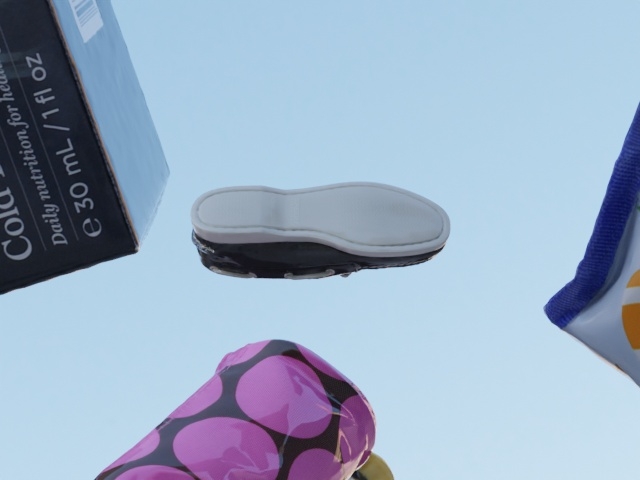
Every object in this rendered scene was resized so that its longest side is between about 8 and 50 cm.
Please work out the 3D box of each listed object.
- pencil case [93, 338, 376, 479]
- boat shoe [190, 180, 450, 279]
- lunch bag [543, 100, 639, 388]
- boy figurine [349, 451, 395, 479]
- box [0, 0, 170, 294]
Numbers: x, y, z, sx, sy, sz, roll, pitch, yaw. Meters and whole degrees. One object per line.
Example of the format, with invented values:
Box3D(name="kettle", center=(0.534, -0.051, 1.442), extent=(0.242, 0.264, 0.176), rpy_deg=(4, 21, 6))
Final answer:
Box3D(name="pencil case", center=(-0.061, 0.127, 0.898), extent=(0.209, 0.098, 0.095), rpy_deg=(-39, -16, -49))
Box3D(name="boat shoe", center=(0.000, 0.000, 0.887), extent=(0.125, 0.046, 0.038), rpy_deg=(0, -44, 4))
Box3D(name="lunch bag", center=(0.365, 0.030, 0.933), extent=(0.385, 0.328, 0.239), rpy_deg=(-19, -38, -39))
Box3D(name="boy figurine", center=(-0.007, 0.255, 1.229), extent=(0.177, 0.285, 0.092), rpy_deg=(41, -53, -14))
Box3D(name="box", center=(-0.434, -0.170, 1.566), extent=(0.471, 0.480, 0.297), rpy_deg=(-18, 14, 6))
